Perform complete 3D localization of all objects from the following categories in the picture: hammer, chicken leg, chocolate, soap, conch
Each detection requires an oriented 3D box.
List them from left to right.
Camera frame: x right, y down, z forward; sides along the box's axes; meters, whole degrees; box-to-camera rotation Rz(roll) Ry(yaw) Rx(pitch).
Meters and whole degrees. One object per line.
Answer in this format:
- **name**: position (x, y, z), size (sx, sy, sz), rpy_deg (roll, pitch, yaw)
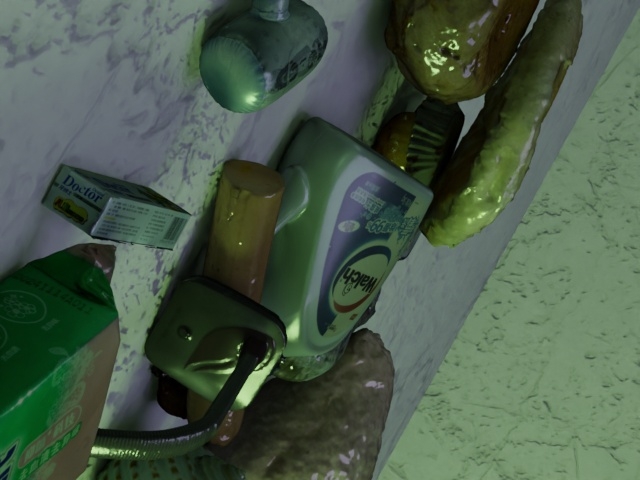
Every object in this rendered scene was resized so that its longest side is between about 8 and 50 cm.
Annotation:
- **soap**: position (-0.239, 0.136, 0.836), size (0.273, 0.098, 0.218), rpy_deg (-44, 152, -55)
- **conch**: position (-0.159, 0.253, 1.274), size (0.172, 0.199, 0.131), rpy_deg (-70, 146, -69)
- **chicken leg**: position (-0.140, 0.148, 1.327), size (0.145, 0.037, 0.062), rpy_deg (15, 84, -76)
- **hammer**: position (-0.036, -0.193, 0.975), size (0.116, 0.069, 0.194), rpy_deg (-44, 150, -48)
- **chocolate**: position (-0.001, 0.082, 1.539), size (0.248, 0.110, 0.110), rpy_deg (-41, 156, -53)

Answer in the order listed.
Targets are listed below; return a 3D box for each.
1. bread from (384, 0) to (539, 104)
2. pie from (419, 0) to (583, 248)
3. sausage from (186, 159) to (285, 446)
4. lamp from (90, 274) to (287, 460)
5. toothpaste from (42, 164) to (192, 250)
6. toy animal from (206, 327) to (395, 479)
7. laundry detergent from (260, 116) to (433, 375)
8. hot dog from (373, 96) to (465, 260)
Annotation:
- **bread**: position (0.150, -0.254, 1.364), size (0.230, 0.123, 0.230), rpy_deg (-53, 161, -26)
- **pie**: position (0.219, -0.135, 1.536), size (0.339, 0.077, 0.339), rpy_deg (-60, 179, -2)
- **sausage**: position (-0.084, 0.065, 1.235), size (0.066, 0.065, 0.301), rpy_deg (-40, 148, -55)
- **lamp**: position (-0.160, 0.164, 1.127), size (0.283, 0.124, 0.203), rpy_deg (-35, 161, -54)
- **toothpaste**: position (-0.142, -0.021, 0.958), size (0.034, 0.046, 0.164), rpy_deg (-59, 166, 4)
- **toy animal**: position (-0.041, 0.274, 1.598), size (0.358, 0.188, 0.226), rpy_deg (-40, 167, -24)
- **laundry detergent**: position (-0.021, 0.027, 1.347), size (0.280, 0.105, 0.215), rpy_deg (-55, 147, 6)
- **hot dog**: position (0.109, -0.078, 1.653), size (0.163, 0.081, 0.270), rpy_deg (-53, 165, -37)
